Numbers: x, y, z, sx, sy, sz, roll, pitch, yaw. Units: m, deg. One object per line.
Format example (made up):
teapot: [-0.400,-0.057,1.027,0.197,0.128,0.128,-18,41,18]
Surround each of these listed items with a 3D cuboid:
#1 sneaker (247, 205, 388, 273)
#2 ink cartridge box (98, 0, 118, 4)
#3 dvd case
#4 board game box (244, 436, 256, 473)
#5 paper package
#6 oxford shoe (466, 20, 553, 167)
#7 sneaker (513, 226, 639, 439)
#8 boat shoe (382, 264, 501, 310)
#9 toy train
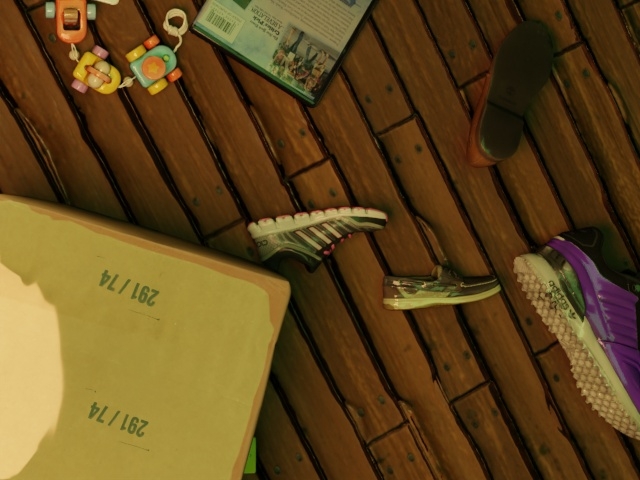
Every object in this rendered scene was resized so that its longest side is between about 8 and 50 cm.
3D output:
sneaker: [0.000,0.000,1.492,0.170,0.063,0.074,-9,92,-9]
ink cartridge box: [-0.261,-0.373,1.422,0.104,0.060,0.180,11,88,-14]
dvd case: [-0.020,-0.313,1.504,0.180,0.022,0.253,32,83,-13]
board game box: [-0.172,0.244,1.434,0.181,0.092,0.043,1,90,-14]
paper package: [-0.223,0.134,1.290,0.325,0.168,0.309,16,84,-12]
oxford shoe: [0.228,-0.184,1.548,0.076,0.076,0.212,31,67,-11]
sneaker: [0.379,0.111,1.567,0.146,0.102,0.293,-33,98,-12]
boat shoe: [0.150,0.055,1.533,0.152,0.056,0.049,-9,98,-14]
toy train: [-0.235,-0.229,1.430,0.166,0.046,0.125,4,99,-15]
